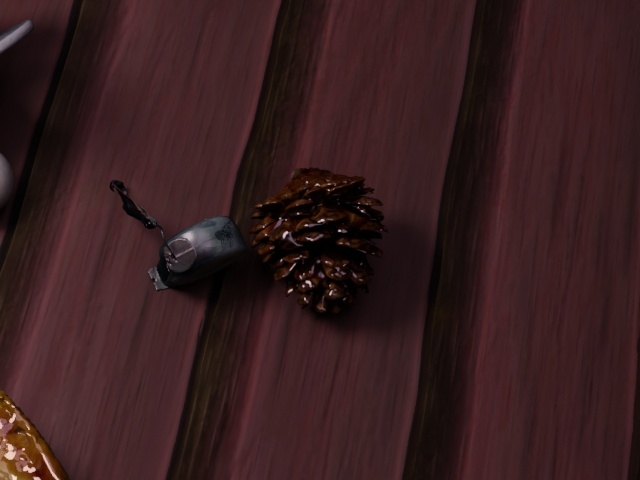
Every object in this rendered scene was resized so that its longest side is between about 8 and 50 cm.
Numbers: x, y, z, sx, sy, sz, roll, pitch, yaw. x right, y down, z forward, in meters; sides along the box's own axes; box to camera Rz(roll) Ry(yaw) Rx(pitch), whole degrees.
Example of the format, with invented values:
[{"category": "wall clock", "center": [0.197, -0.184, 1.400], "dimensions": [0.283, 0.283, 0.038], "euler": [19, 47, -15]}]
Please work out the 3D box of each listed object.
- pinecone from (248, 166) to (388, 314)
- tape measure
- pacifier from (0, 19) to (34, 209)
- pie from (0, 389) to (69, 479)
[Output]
[{"category": "pinecone", "center": [0.000, 0.000, 2.065], "dimensions": [0.174, 0.173, 0.173], "euler": [4, 58, -6]}, {"category": "tape measure", "center": [-0.166, -0.031, 2.082], "dimensions": [0.107, 0.104, 0.180], "euler": [-25, 66, -18]}, {"category": "pacifier", "center": [-0.433, -0.130, 2.078], "dimensions": [0.299, 0.244, 0.233], "euler": [-32, 99, -9]}, {"category": "pie", "center": [-0.408, 0.279, 1.855], "dimensions": [0.315, 0.092, 0.315], "euler": [4, 62, -8]}]
